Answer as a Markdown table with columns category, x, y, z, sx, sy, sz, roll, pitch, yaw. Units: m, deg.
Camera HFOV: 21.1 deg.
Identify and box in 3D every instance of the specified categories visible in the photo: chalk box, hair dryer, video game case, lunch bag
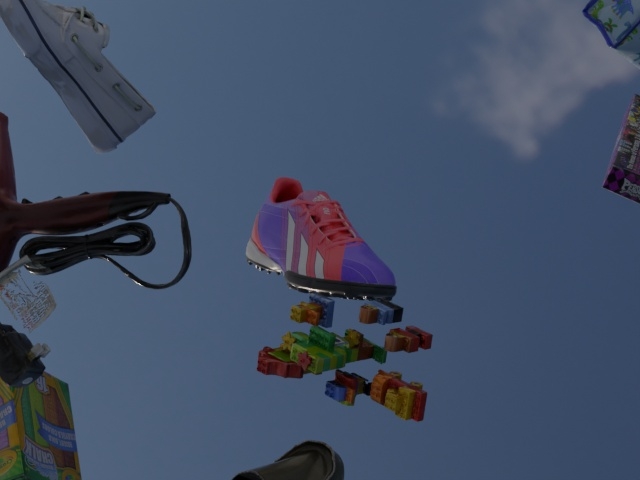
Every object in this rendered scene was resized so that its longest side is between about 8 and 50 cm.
| category | x | y | z | sx | sy | sz | roll | pitch | yaw |
| --- | --- | --- | --- | --- | --- | --- | --- | --- | --- |
| chalk box | -0.365 | 0.261 | 1.985 | 0.132 | 0.132 | 0.213 | -24 | -120 | 16 |
| hair dryer | -0.263 | -0.013 | 1.611 | 0.224 | 0.080 | 0.293 | -37 | -118 | -7 |
| video game case | 0.470 | -0.087 | 2.158 | 0.232 | 0.210 | 0.041 | -60 | 173 | -58 |
| lunch bag | 0.392 | -0.257 | 1.897 | 0.151 | 0.129 | 0.096 | -46 | -136 | 16 |

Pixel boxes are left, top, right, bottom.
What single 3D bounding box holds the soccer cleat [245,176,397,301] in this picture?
| category | x | y | z | sx | sy | sz | roll | pitch | yaw |
| --- | --- | --- | --- | --- | --- | --- | --- | --- | --- |
| soccer cleat | 0.000 | 0.000 | 2.064 | 0.318 | 0.109 | 0.116 | 23 | -77 | 64 |

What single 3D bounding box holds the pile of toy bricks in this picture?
| category | x | y | z | sx | sy | sz | roll | pitch | yaw |
| --- | --- | --- | --- | --- | --- | --- | --- | --- | --- |
| pile of toy bricks | 0.012 | 0.118 | 1.791 | 0.212 | 0.105 | 0.118 | 22 | -68 | 44 |

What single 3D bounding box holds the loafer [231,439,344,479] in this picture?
| category | x | y | z | sx | sy | sz | roll | pitch | yaw |
| --- | --- | --- | --- | --- | --- | --- | --- | --- | --- |
| loafer | -0.056 | 0.314 | 2.081 | 0.094 | 0.087 | 0.251 | 14 | -143 | 30 |

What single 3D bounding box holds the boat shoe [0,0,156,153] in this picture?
| category | x | y | z | sx | sy | sz | roll | pitch | yaw |
| --- | --- | --- | --- | --- | --- | --- | --- | --- | --- |
| boat shoe | -0.228 | -0.181 | 1.565 | 0.076 | 0.226 | 0.083 | -33 | -137 | -1 |
